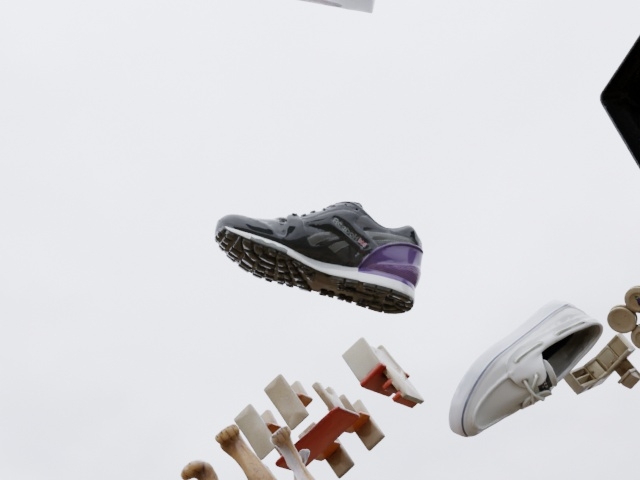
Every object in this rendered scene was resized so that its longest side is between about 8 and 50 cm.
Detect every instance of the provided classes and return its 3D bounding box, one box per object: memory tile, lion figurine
[{"bbox_3d":[0.429,0.085,1.670,0.113,0.012,0.148,40,-53,3],"label":"memory tile"},{"bbox_3d":[-0.043,0.361,1.736,0.142,0.240,0.392,-44,-20,17],"label":"lion figurine"}]

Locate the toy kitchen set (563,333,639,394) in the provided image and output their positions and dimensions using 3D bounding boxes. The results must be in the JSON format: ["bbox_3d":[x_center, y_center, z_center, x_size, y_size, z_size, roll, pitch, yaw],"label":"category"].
[{"bbox_3d":[0.414,0.191,1.983,0.075,0.068,0.083,-13,-34,-47],"label":"toy kitchen set"}]

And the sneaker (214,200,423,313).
[{"bbox_3d":[0.000,0.000,1.843,0.283,0.124,0.107,19,-24,-10],"label":"sneaker"}]

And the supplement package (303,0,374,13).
[{"bbox_3d":[0.014,-0.402,1.589,0.145,0.204,0.262,10,-6,1],"label":"supplement package"}]

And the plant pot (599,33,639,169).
[{"bbox_3d":[0.531,-0.194,1.902,0.167,0.188,0.187,-10,-29,-23],"label":"plant pot"}]

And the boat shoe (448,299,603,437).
[{"bbox_3d":[0.290,0.186,1.914,0.267,0.088,0.096,-35,-53,-28],"label":"boat shoe"}]

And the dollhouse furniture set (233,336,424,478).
[{"bbox_3d":[0.032,0.298,2.302,0.259,0.135,0.262,-45,-33,13],"label":"dollhouse furniture set"}]
